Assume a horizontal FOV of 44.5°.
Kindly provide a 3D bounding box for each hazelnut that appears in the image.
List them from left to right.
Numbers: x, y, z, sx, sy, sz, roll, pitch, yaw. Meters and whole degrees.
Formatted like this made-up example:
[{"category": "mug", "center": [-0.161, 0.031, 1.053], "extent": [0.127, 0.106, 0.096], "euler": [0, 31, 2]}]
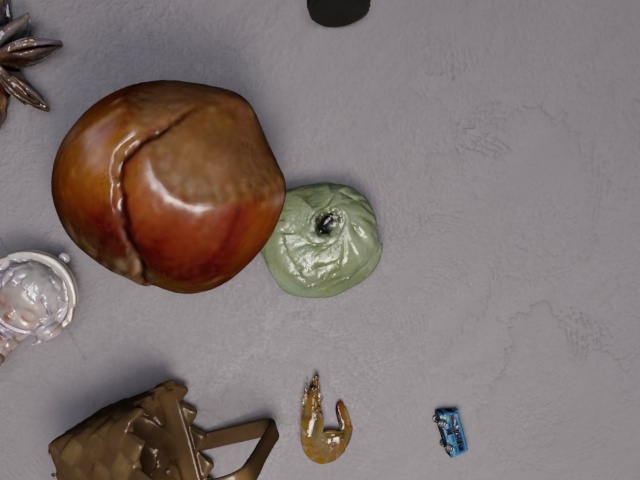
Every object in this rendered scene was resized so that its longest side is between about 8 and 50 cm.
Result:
[{"category": "hazelnut", "center": [-0.236, -0.082, 1.244], "extent": [0.372, 0.315, 0.372], "euler": [5, 118, 9]}]

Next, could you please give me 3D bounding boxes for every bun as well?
[{"category": "bun", "center": [-0.003, 0.001, 1.347], "extent": [0.221, 0.108, 0.221], "euler": [0, 92, -3]}]

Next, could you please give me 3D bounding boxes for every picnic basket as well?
[{"category": "picnic basket", "center": [-0.236, 0.380, 1.271], "extent": [0.321, 0.254, 0.291], "euler": [-17, 92, 9]}]

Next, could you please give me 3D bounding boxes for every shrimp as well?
[{"category": "shrimp", "center": [0.012, 0.316, 1.389], "extent": [0.095, 0.045, 0.163], "euler": [1, 90, -3]}]

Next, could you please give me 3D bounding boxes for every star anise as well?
[{"category": "star anise", "center": [-0.545, -0.303, 1.327], "extent": [0.229, 0.093, 0.236], "euler": [-10, 88, 3]}]

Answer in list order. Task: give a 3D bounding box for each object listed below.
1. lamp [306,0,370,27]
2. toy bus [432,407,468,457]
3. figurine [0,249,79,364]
[{"category": "lamp", "center": [0.008, -0.560, 1.334], "extent": [0.130, 0.108, 0.371], "euler": [-6, 91, -6]}, {"category": "toy bus", "center": [0.234, 0.342, 1.404], "extent": [0.046, 0.038, 0.083], "euler": [-16, 94, -7]}, {"category": "figurine", "center": [-0.509, 0.113, 1.309], "extent": [0.237, 0.141, 0.162], "euler": [-43, 98, -1]}]
